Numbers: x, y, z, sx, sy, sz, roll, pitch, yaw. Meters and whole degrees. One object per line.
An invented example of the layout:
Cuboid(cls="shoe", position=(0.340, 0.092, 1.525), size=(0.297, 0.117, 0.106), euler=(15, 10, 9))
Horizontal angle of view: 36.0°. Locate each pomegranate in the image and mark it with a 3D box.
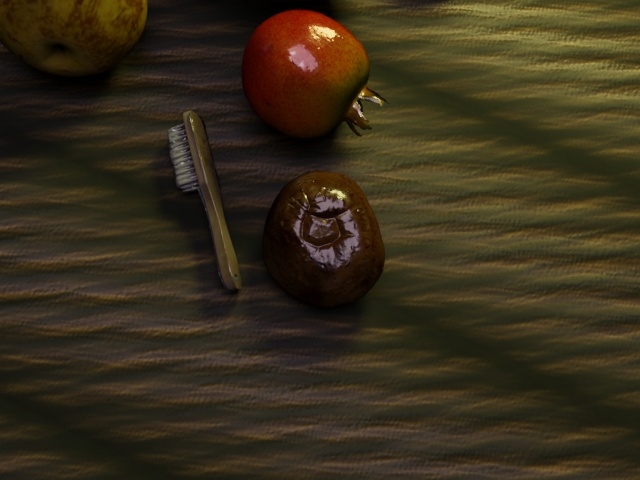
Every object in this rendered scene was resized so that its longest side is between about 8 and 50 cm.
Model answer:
Cuboid(cls="pomegranate", position=(-0.010, -0.268, 1.651), size=(0.257, 0.221, 0.221), euler=(33, 73, 6))

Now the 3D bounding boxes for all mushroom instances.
Cuboid(cls="mushroom", position=(0.000, -0.005, 1.602), size=(0.194, 0.138, 0.231), euler=(-26, 74, -10))

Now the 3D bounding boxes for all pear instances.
Cuboid(cls="pear", position=(-0.430, -0.415, 1.658), size=(0.281, 0.280, 0.280), euler=(1, 71, -3))

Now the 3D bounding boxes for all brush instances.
Cuboid(cls="brush", position=(-0.199, -0.063, 1.657), size=(0.065, 0.070, 0.327), euler=(-20, 74, 10))
